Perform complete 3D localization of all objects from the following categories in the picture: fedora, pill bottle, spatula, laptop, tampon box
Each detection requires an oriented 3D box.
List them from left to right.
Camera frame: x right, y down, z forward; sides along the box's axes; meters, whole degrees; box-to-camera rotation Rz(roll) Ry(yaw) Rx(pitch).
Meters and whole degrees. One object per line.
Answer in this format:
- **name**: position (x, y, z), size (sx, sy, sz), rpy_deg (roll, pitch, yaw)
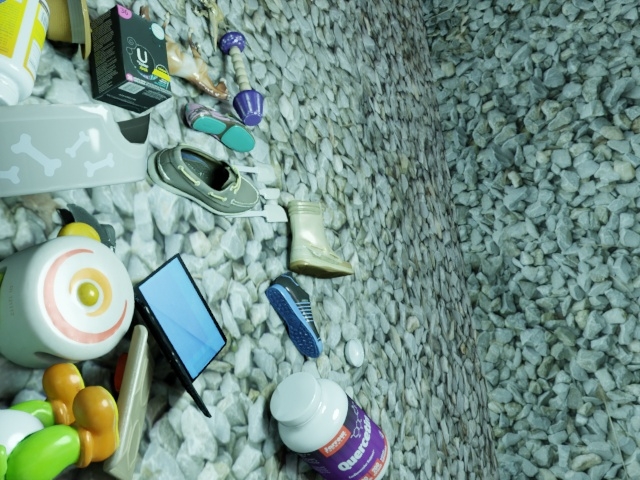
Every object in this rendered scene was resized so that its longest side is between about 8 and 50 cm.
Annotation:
- **pill bottle**: position (-0.507, -0.300, 0.899), size (0.117, 0.117, 0.215), rpy_deg (31, 51, -49)
- **fedora**: position (-0.466, -0.422, 1.022), size (0.079, 0.194, 0.194), rpy_deg (-11, 86, -25)
- **tampon box**: position (-0.382, -0.359, 1.143), size (0.120, 0.101, 0.161), rpy_deg (7, 70, -58)
- **laptop**: position (-0.247, 0.168, 1.089), size (0.136, 0.264, 0.234), rpy_deg (-32, 107, -20)
- **spatula**: position (-0.179, -0.127, 1.458), size (0.242, 0.019, 0.168), rpy_deg (-4, 81, -55)
- **pill bottle**: position (0.022, 0.452, 1.354), size (0.323, 0.181, 0.181), rpy_deg (52, 37, -33)

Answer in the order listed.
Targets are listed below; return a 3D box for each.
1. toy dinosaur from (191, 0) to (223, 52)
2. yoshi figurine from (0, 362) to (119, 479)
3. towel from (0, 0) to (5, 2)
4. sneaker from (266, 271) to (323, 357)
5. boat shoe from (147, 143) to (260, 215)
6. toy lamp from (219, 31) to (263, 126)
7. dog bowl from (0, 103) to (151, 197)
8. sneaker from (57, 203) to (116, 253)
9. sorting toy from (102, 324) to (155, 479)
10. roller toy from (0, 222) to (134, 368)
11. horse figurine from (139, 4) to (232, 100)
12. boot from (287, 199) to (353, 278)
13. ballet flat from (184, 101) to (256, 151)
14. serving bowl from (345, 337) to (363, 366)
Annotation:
- **toy dinosaur**: position (-0.280, -0.586, 1.463), size (0.092, 0.053, 0.183), rpy_deg (18, 61, -56)
- **yoshi figurine**: position (-0.445, 0.245, 0.671), size (0.362, 0.203, 0.203), rpy_deg (-21, 65, -42)
- **towel**: position (-0.502, -0.358, 0.704), size (0.336, 0.243, 0.040), rpy_deg (53, -13, 29)
- **sneaker**: position (-0.048, 0.188, 1.458), size (0.090, 0.081, 0.232), rpy_deg (-48, 116, -47)
- **boat shoe**: position (-0.236, -0.132, 1.278), size (0.305, 0.091, 0.109), rpy_deg (20, 60, -50)
- **toy lamp**: position (-0.198, -0.404, 1.434), size (0.080, 0.080, 0.275), rpy_deg (27, 38, -51)
- **dog bowl**: position (-0.404, -0.116, 0.785), size (0.349, 0.348, 0.102), rpy_deg (-20, 107, -59)
- **sneaker**: position (-0.400, 0.022, 0.995), size (0.089, 0.051, 0.170), rpy_deg (8, 65, -57)
- **sorting toy**: position (-0.311, 0.310, 0.890), size (0.041, 0.229, 0.307), rpy_deg (8, 60, -8)
- **roller toy**: position (-0.392, 0.092, 0.877), size (0.191, 0.146, 0.209), rpy_deg (63, 32, -20)
- **horse figurine**: position (-0.323, -0.429, 1.311), size (0.263, 0.066, 0.174), rpy_deg (15, 58, -58)
- **boot**: position (0.000, 0.000, 1.616), size (0.262, 0.095, 0.203), rpy_deg (16, 62, -51)
- **ballet flat**: position (-0.240, -0.283, 1.381), size (0.221, 0.077, 0.079), rpy_deg (16, 44, -55)
- **serving bowl**: position (0.095, 0.331, 1.679), size (0.083, 0.027, 0.083), rpy_deg (33, 49, -48)
